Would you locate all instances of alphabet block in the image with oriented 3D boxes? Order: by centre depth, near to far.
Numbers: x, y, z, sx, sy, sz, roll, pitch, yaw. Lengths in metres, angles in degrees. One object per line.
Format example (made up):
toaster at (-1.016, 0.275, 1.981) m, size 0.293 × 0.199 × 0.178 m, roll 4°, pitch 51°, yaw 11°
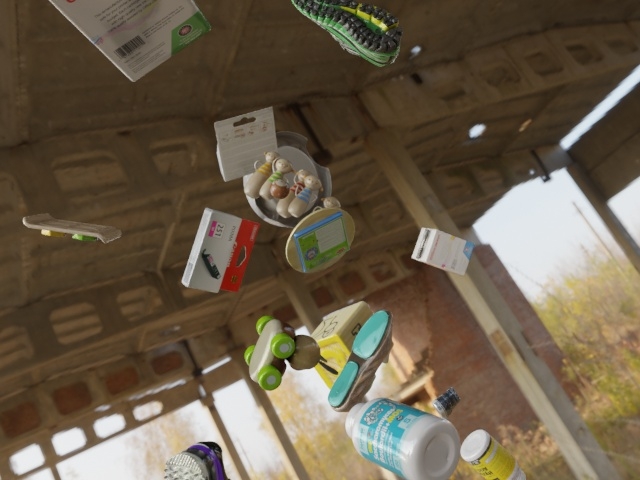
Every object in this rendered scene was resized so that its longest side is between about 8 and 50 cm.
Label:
alphabet block at (0.090, 0.347, 2.202) m, size 0.192 × 0.193 × 0.197 m, roll -29°, pitch 11°, yaw 44°

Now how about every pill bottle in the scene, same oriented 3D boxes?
pill bottle at (0.315, 0.402, 1.212) m, size 0.065 × 0.116 × 0.065 m, roll -46°, pitch 10°, yaw 10°
pill bottle at (0.168, 0.432, 1.474) m, size 0.146 × 0.146 × 0.264 m, roll -19°, pitch 12°, yaw -32°

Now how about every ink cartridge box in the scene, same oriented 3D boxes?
ink cartridge box at (-0.367, -0.463, 1.272) m, size 0.201 × 0.117 × 0.278 m, roll -33°, pitch -25°, yaw 5°
ink cartridge box at (0.322, 0.026, 1.810) m, size 0.143 × 0.092 × 0.090 m, roll 20°, pitch -2°, yaw -18°
ink cartridge box at (-0.228, -0.304, 2.058) m, size 0.188 × 0.066 × 0.232 m, roll -19°, pitch -45°, yaw -13°
ink cartridge box at (-0.332, 0.047, 2.338) m, size 0.238 × 0.060 × 0.275 m, roll 15°, pitch -85°, yaw -39°

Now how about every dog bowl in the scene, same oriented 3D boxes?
dog bowl at (-0.123, -0.208, 2.400) m, size 0.348 × 0.349 × 0.102 m, roll -15°, pitch 3°, yaw -39°

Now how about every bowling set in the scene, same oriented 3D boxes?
bowling set at (-0.068, -0.150, 1.853) m, size 0.154 × 0.287 × 0.200 m, roll -58°, pitch -2°, yaw -12°

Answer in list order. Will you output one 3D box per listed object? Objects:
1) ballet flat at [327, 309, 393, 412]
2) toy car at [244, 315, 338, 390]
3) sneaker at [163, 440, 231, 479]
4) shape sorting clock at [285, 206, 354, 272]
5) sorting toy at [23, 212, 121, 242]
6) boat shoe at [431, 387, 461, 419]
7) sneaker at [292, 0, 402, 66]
ballet flat at (0.131, 0.344, 1.890) m, size 0.106 × 0.107 × 0.316 m, roll 32°, pitch -91°, yaw -37°
toy car at (-0.057, 0.271, 1.533) m, size 0.188 × 0.155 × 0.149 m, roll 20°, pitch -85°, yaw -22°
sneaker at (-0.212, 0.514, 1.254) m, size 0.102 × 0.294 × 0.146 m, roll 4°, pitch 8°, yaw 17°
shape sorting clock at (0.000, 0.000, 1.787) m, size 0.206 × 0.040 × 0.206 m, roll -17°, pitch -52°, yaw -23°
sorting toy at (-0.639, -0.027, 1.741) m, size 0.208 × 0.038 × 0.193 m, roll 13°, pitch 5°, yaw -5°
boat shoe at (0.408, 0.523, 2.143) m, size 0.083 × 0.065 × 0.183 m, roll -37°, pitch -24°, yaw -3°
sneaker at (0.055, -0.553, 1.713) m, size 0.134 × 0.343 × 0.146 m, roll -45°, pitch -16°, yaw -11°
